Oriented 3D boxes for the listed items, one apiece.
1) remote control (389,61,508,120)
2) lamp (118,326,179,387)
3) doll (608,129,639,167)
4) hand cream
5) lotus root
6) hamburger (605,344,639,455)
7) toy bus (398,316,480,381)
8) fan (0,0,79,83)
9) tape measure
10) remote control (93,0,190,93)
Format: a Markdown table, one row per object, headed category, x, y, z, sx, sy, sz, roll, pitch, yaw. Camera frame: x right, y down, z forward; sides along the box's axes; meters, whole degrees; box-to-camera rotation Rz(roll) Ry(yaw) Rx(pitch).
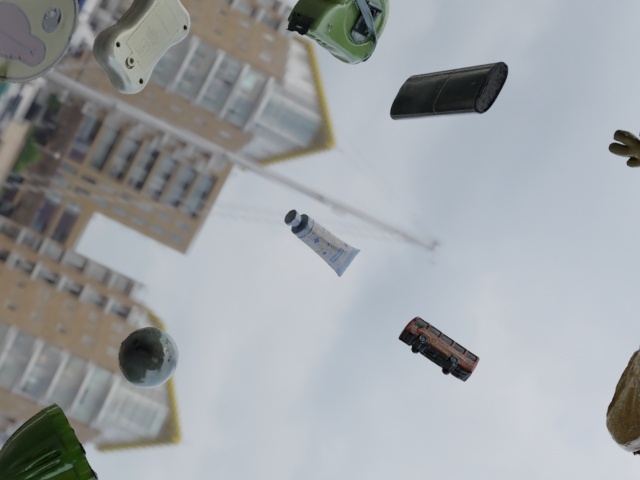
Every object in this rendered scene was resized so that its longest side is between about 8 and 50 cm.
| category | x | y | z | sx | sy | sz | roll | pitch | yaw |
| --- | --- | --- | --- | --- | --- | --- | --- | --- | --- |
| remote control | 0.237 | -0.279 | 2.417 | 0.107 | 0.044 | 0.377 | -64 | -160 | -6 |
| lamp | -0.293 | 0.199 | 2.167 | 0.105 | 0.105 | 0.105 | -56 | -164 | 25 |
| doll | 0.458 | -0.124 | 1.810 | 0.051 | 0.093 | 0.061 | -71 | 179 | -59 |
| hand cream | 0.000 | 0.000 | 2.335 | 0.065 | 0.171 | 0.043 | -52 | -145 | 0 |
| lotus root | -0.469 | 0.380 | 2.088 | 0.186 | 0.186 | 0.186 | -56 | -164 | 25 |
| hamburger | 0.577 | 0.275 | 2.216 | 0.214 | 0.108 | 0.213 | -165 | -90 | -87 |
| toy bus | 0.161 | 0.146 | 1.727 | 0.043 | 0.110 | 0.031 | -50 | 172 | -42 |
| fan | -0.486 | -0.311 | 1.937 | 0.011 | 0.229 | 0.335 | 18 | -100 | 44 |
| tape measure | 0.051 | -0.407 | 2.300 | 0.106 | 0.200 | 0.175 | 31 | -89 | 39 |
| remote control | -0.183 | -0.210 | 1.312 | 0.032 | 0.074 | 0.122 | 8 | -129 | 38 |
